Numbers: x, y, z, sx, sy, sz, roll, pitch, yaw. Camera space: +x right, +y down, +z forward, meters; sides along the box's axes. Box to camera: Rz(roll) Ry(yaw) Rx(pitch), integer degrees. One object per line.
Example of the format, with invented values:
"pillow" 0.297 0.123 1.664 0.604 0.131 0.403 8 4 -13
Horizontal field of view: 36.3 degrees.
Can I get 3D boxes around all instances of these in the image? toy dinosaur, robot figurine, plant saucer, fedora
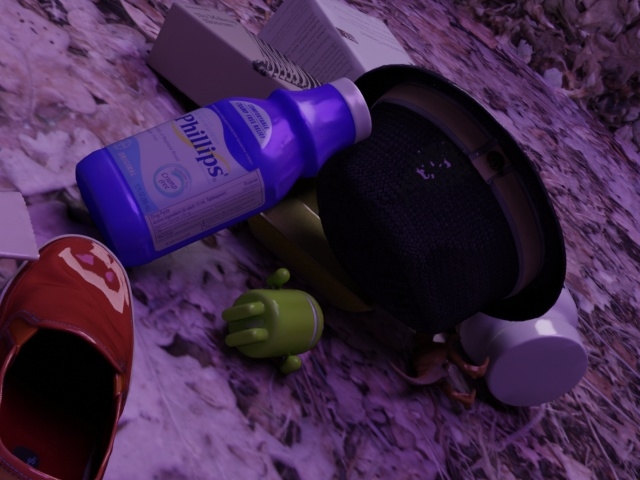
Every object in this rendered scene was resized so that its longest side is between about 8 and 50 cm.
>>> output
"toy dinosaur" 0.130 0.149 1.124 0.112 0.064 0.211 24 16 4
"robot figurine" -0.043 0.081 0.960 0.115 0.067 0.101 4 72 -52
"plant saucer" 0.000 0.000 1.171 0.188 0.045 0.188 41 25 -1
"fedora" 0.103 -0.019 1.071 0.152 0.334 0.334 -36 76 -25

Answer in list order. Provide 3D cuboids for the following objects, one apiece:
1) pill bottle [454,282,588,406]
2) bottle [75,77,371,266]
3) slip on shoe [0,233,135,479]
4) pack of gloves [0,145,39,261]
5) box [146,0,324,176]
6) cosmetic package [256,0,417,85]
"pill bottle" 0.241 0.076 1.263 0.153 0.153 0.265 27 29 -28
"bottle" -0.087 -0.077 0.943 0.282 0.092 0.118 -24 59 -16
"slip on shoe" -0.186 0.093 0.711 0.123 0.101 0.331 30 27 -18
"pack of gloves" -0.359 -0.047 0.773 0.232 0.046 0.195 5 42 -36
"box" -0.084 -0.192 1.235 0.275 0.094 0.113 40 24 23
"cosmetic package" 0.075 -0.177 1.420 0.217 0.156 0.385 10 39 -50
